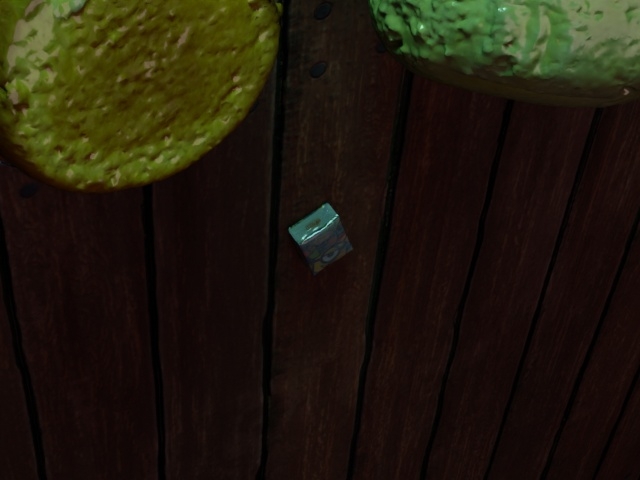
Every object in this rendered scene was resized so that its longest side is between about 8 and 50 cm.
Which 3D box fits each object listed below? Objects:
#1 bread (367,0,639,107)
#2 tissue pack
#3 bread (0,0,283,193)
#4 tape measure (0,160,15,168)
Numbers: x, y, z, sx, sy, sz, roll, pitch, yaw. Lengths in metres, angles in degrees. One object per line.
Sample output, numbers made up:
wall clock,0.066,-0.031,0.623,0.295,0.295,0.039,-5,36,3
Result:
bread,0.206,-0.240,1.338,0.320,0.320,0.237,-8,120,-39
tissue pack,0.000,0.000,1.709,0.063,0.035,0.083,-34,149,-5
bread,-0.181,-0.177,1.142,0.312,0.172,0.312,-22,133,-26
tape measure,-0.271,-0.106,1.280,0.091,0.054,0.094,-44,151,0
